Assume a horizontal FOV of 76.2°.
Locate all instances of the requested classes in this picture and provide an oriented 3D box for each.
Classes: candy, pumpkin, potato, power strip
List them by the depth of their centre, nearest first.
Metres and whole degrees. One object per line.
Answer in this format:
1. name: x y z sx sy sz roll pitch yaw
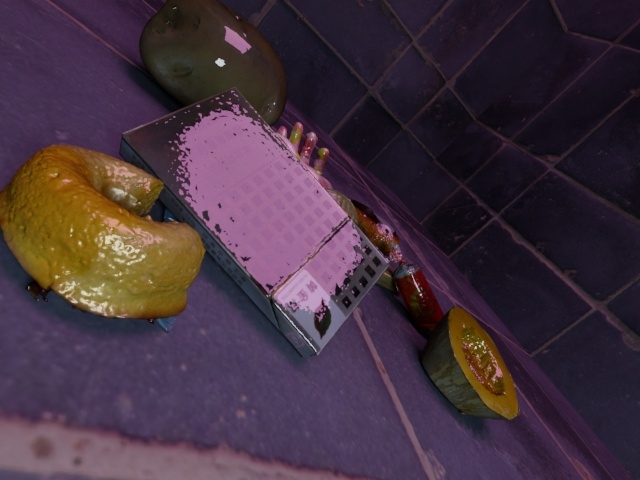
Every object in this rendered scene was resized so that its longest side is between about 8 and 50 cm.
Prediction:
1. pumpkin: 0.272 0.245 0.781 0.217 0.110 0.217 42 27 -28
2. potato: -0.201 -0.352 0.859 0.326 0.221 0.243 33 17 -48
3. candy: 0.228 0.134 0.934 0.292 0.059 0.086 64 27 4
4. power strip: 0.117 0.061 0.937 0.305 0.044 0.064 28 24 -44

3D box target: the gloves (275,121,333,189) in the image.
1. gloves: -0.049 -0.170 0.973 0.145 0.126 0.241 -9 55 -40

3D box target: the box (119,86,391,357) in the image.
1. box: -0.068 -0.034 0.516 0.325 0.047 0.180 48 51 -1

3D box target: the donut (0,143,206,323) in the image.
1. donut: -0.182 -0.018 0.343 0.146 0.078 0.181 22 24 -49

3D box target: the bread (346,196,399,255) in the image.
1. bread: 0.115 -0.048 1.141 0.269 0.095 0.139 37 9 27

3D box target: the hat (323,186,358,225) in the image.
1. hat: 0.000 0.000 0.606 0.146 0.146 0.067 35 11 -30

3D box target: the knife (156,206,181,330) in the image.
1. knife: -0.167 -0.012 0.477 0.044 0.019 0.313 36 20 -30
